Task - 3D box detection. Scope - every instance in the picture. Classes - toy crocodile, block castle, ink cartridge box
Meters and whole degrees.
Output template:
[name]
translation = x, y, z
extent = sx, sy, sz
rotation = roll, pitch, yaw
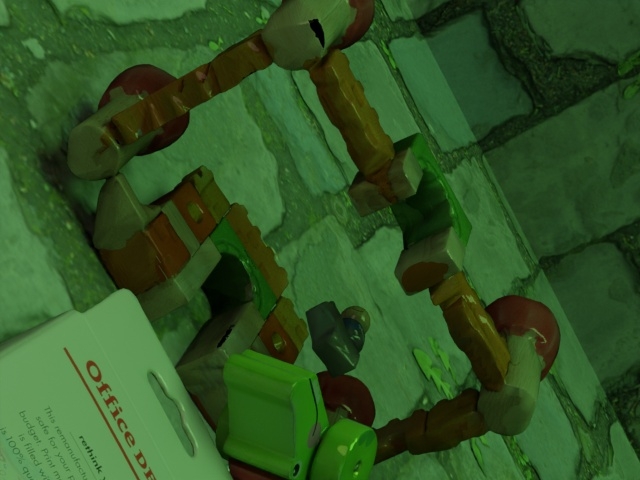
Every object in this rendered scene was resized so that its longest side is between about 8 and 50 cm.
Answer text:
[toy crocodile]
translation = -0.024, 0.213, 0.960
extent = 0.105, 0.115, 0.340
rotation = -54, 152, -35
[block castle]
translation = 0.000, 0.000, 1.125
extent = 0.453, 0.303, 0.213
rotation = 59, 22, -14
[ink cartridge box]
translation = -0.194, 0.179, 0.741
extent = 0.207, 0.119, 0.353
rotation = 62, 22, -4

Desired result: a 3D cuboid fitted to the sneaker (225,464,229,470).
[sneaker]
translation = -0.091, 0.232, 1.025
extent = 0.098, 0.038, 0.069
rotation = 3, 65, -55
